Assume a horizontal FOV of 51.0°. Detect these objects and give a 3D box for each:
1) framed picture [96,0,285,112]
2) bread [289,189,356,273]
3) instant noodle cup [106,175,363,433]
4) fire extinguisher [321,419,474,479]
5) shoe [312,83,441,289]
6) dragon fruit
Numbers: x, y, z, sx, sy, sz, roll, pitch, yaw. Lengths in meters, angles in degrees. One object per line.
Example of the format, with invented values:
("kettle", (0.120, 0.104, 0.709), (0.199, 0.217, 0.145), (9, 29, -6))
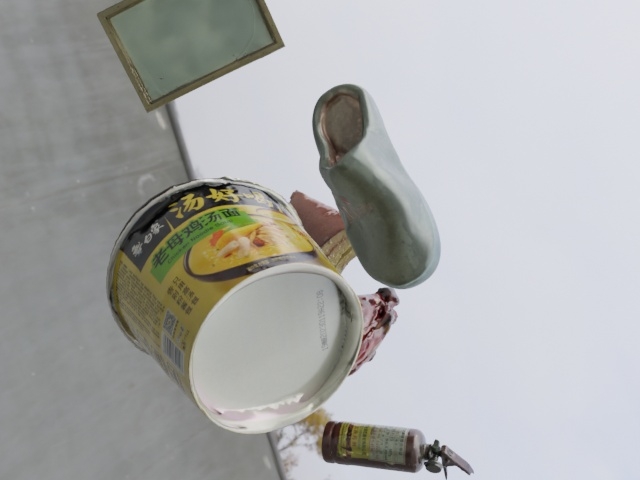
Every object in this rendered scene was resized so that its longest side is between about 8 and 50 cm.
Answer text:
("framed picture", (-0.163, -0.267, 0.850), (0.010, 0.201, 0.136), (-87, 152, -74))
("bread", (-0.001, 0.000, 1.024), (0.192, 0.067, 0.119), (28, -74, 57))
("instant noodle cup", (-0.052, 0.046, 0.438), (0.122, 0.151, 0.151), (42, -33, 53))
("fire extinguisher", (0.135, 0.363, 1.159), (0.106, 0.252, 0.075), (60, 35, -55))
("shoe", (0.030, -0.051, 0.560), (0.079, 0.078, 0.195), (-31, -115, 33))
("dragon fruit", (0.005, 0.231, 1.242), (0.286, 0.329, 0.227), (-112, -163, -57))
